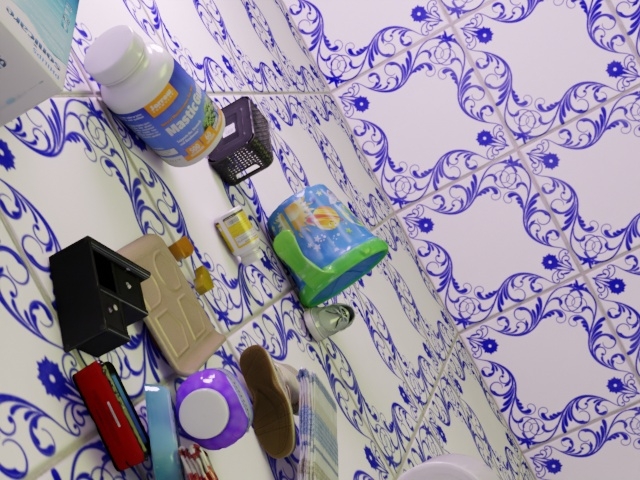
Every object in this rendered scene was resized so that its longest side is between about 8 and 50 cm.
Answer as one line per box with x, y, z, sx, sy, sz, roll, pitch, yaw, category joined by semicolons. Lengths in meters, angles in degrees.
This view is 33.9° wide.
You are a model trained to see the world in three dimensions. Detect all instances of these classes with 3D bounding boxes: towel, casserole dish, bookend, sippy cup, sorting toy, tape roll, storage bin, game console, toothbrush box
-0.003;0.391;1.883;0.209;0.034;0.285;61;24;-58;towel
-0.112;0.439;1.440;0.237;0.037;0.329;97;-29;-75;towel
-0.213;0.279;1.445;0.188;0.037;0.114;-107;-171;-49;casserole dish
-0.301;0.098;1.500;0.156;0.072;0.157;40;27;-55;bookend
0.000;0.000;2.416;0.224;0.240;0.305;54;-11;11;sippy cup
-0.247;0.094;1.763;0.229;0.041;0.307;57;15;-4;sorting toy
0.267;0.579;2.207;0.246;0.246;0.169;66;16;13;tape roll
-0.183;-0.223;2.345;0.084;0.122;0.180;51;19;-38;storage bin
-0.259;0.223;1.398;0.085;0.124;0.144;-24;85;-40;game console
-0.483;-0.345;1.564;0.216;0.126;0.295;52;18;-37;toothbrush box

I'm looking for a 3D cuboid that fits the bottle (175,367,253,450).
-0.157;0.246;1.536;0.118;0.092;0.283;61;-4;6;bottle

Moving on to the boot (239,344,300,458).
-0.066;0.305;1.915;0.165;0.077;0.213;41;25;-59;boot

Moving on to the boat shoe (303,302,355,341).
0.026;0.176;2.418;0.079;0.081;0.227;64;15;6;boat shoe

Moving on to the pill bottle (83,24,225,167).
-0.310;-0.269;1.952;0.272;0.152;0.152;46;22;-45;pill bottle

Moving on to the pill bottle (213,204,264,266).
-0.164;-0.008;2.146;0.116;0.065;0.065;61;15;-5;pill bottle
